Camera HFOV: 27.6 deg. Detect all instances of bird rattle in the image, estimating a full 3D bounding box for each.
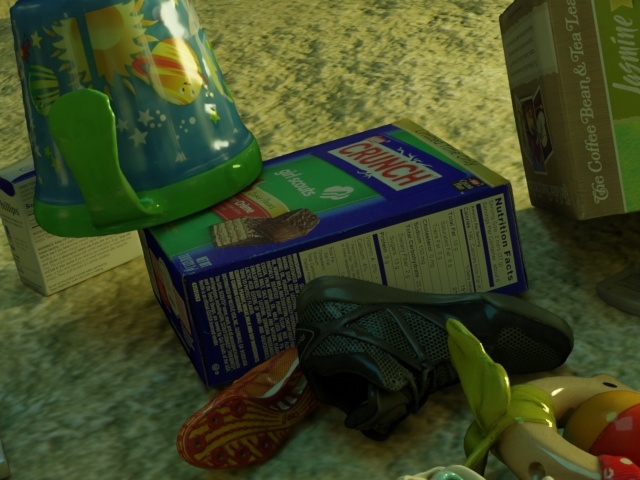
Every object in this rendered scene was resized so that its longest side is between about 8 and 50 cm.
[{"bbox_3d":[0.187,0.139,0.856,0.207,0.143,0.253,-8,19,-39],"label":"bird rattle"}]

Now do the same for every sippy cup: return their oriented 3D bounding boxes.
[{"bbox_3d":[-0.194,-0.147,1.277,0.240,0.224,0.305,-24,21,-26],"label":"sippy cup"}]

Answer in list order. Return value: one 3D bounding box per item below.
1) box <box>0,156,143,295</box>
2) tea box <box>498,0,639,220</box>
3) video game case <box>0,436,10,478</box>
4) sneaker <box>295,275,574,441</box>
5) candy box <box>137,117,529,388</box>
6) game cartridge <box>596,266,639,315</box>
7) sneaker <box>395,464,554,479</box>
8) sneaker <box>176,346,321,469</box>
[{"bbox_3d":[-0.281,-0.028,1.443,0.126,0.137,0.072,-24,25,-29],"label":"box"},{"bbox_3d":[0.355,-0.154,1.232,0.323,0.220,0.329,-11,3,2],"label":"tea box"},{"bbox_3d":[-0.375,0.171,1.116,0.190,0.022,0.173,-17,36,-14],"label":"video game case"},{"bbox_3d":[0.091,0.104,1.041,0.227,0.087,0.130,7,49,-6],"label":"sneaker"},{"bbox_3d":[0.000,0.000,1.265,0.317,0.122,0.268,-16,21,-14],"label":"candy box"},{"bbox_3d":[0.289,0.047,1.159,0.056,0.017,0.083,-20,24,-28],"label":"game cartridge"},{"bbox_3d":[0.058,0.184,0.795,0.228,0.092,0.087,-6,-1,40],"label":"sneaker"},{"bbox_3d":[-0.056,0.140,1.061,0.067,0.064,0.175,-12,9,43],"label":"sneaker"}]
